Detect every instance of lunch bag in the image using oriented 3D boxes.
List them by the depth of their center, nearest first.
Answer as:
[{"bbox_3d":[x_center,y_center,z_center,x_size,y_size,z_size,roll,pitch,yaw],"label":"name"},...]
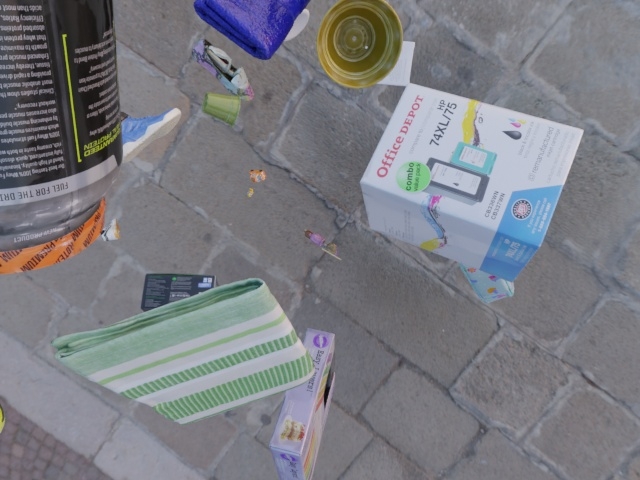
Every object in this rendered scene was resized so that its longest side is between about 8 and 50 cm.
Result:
[{"bbox_3d":[0.491,0.035,1.410,0.107,0.224,0.279,-19,131,28],"label":"lunch bag"}]

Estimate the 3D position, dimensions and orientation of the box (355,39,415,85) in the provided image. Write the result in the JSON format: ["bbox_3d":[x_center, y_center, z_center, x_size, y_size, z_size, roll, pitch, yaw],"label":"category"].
[{"bbox_3d":[0.192,-0.554,1.449,0.170,0.091,0.130,3,110,-7],"label":"box"}]

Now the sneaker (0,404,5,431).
[{"bbox_3d":[-0.436,0.125,0.441,0.295,0.123,0.109,20,126,25],"label":"sneaker"}]

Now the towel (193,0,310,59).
[{"bbox_3d":[-0.155,-0.635,1.195,0.227,0.076,0.308,32,66,-13],"label":"towel"}]

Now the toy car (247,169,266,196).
[{"bbox_3d":[-0.217,-0.185,1.562,0.060,0.041,0.122,17,138,6],"label":"toy car"}]

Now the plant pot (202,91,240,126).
[{"bbox_3d":[-0.255,-0.340,1.179,0.079,0.083,0.083,11,101,-28],"label":"plant pot"}]

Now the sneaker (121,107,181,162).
[{"bbox_3d":[-0.348,-0.226,0.889,0.152,0.058,0.084,-43,93,-12],"label":"sneaker"}]

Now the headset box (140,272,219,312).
[{"bbox_3d":[-0.495,0.230,1.715,0.246,0.283,0.131,2,66,-4],"label":"headset box"}]

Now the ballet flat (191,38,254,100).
[{"bbox_3d":[-0.275,-0.503,1.371,0.221,0.077,0.079,38,144,-25],"label":"ballet flat"}]

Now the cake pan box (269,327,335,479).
[{"bbox_3d":[-0.027,0.352,0.976,0.070,0.267,0.246,11,137,9],"label":"cake pan box"}]

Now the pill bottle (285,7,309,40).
[{"bbox_3d":[-0.157,-0.775,1.489,0.130,0.130,0.246,-39,85,12],"label":"pill bottle"}]

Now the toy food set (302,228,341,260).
[{"bbox_3d":[0.000,0.000,0.960,0.078,0.122,0.019,31,94,-34],"label":"toy food set"}]

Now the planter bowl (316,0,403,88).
[{"bbox_3d":[0.092,-0.506,1.179,0.217,0.090,0.217,-3,122,-6],"label":"planter bowl"}]

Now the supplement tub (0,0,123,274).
[{"bbox_3d":[-0.255,-0.142,0.347,0.193,0.193,0.316,16,123,6],"label":"supplement tub"}]

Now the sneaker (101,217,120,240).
[{"bbox_3d":[-0.442,-0.023,0.975,0.037,0.083,0.032,-19,114,-14],"label":"sneaker"}]

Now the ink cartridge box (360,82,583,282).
[{"bbox_3d":[0.231,-0.090,0.764,0.270,0.197,0.198,22,76,18],"label":"ink cartridge box"}]

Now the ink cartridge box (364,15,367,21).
[{"bbox_3d":[0.120,-0.677,1.175,0.065,0.311,0.186,-11,69,9],"label":"ink cartridge box"}]

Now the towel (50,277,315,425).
[{"bbox_3d":[-0.144,0.163,0.619,0.247,0.325,0.038,-18,55,2],"label":"towel"}]
